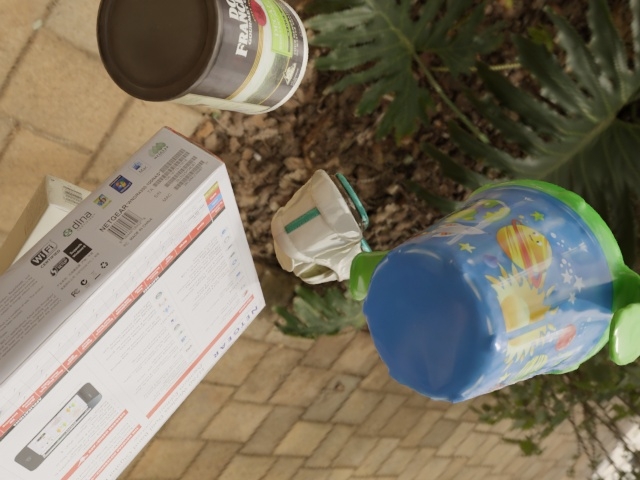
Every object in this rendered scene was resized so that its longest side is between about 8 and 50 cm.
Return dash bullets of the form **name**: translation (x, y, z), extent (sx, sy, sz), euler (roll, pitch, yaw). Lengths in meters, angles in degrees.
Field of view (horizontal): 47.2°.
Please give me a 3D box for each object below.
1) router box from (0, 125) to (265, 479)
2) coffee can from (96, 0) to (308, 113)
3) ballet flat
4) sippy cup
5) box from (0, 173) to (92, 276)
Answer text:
- **router box**: translation (-0.209, 0.101, 0.747), extent (0.335, 0.082, 0.301), euler (-49, 157, -23)
- **coffee can**: translation (-0.167, -0.300, 1.104), extent (0.201, 0.202, 0.275), euler (-58, 163, 18)
- **ballet flat**: translation (0.000, 0.000, 1.050), extent (0.139, 0.139, 0.400), euler (-42, 169, -2)
- **sippy cup**: translation (0.176, 0.063, 0.799), extent (0.224, 0.240, 0.305), euler (-17, 164, -44)
- **box**: translation (-0.509, 0.027, 1.306), extent (0.094, 0.113, 0.275), euler (25, 113, -35)
